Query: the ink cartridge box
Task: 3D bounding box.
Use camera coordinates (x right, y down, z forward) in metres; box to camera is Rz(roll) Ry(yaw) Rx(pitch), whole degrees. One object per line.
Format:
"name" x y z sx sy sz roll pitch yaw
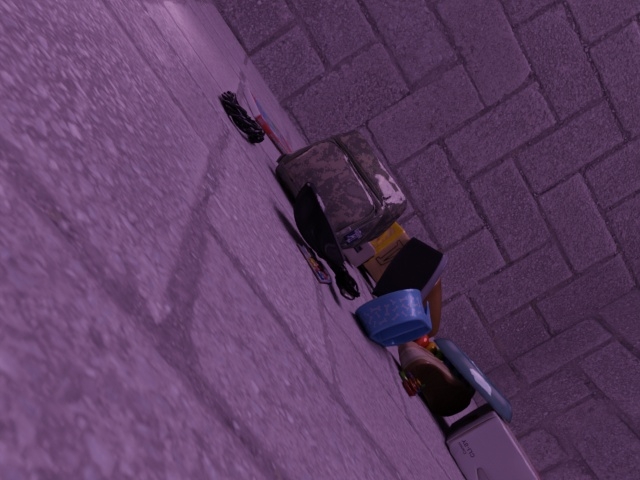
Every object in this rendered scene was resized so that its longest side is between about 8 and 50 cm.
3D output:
"ink cartridge box" 0.501 0.628 1.811 0.279 0.161 0.385 59 7 14

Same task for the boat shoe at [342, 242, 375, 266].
"boat shoe" 0.068 -0.044 2.038 0.158 0.127 0.340 54 -4 30

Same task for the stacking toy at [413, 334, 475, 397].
"stacking toy" 0.344 0.376 2.026 0.330 0.141 0.141 53 7 -4

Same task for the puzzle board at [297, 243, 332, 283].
"puzzle board" -0.010 0.052 1.414 0.096 0.011 0.128 59 6 10

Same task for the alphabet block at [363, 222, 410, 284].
"alphabet block" 0.236 0.042 2.378 0.197 0.193 0.192 53 -2 -38

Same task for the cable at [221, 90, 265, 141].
"cable" -0.194 -0.316 1.618 0.150 0.047 0.184 57 7 -1

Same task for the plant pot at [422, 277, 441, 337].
"plant pot" 0.385 0.261 2.546 0.237 0.237 0.254 -107 178 -66

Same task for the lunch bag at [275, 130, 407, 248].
"lunch bag" 0.045 -0.122 1.730 0.305 0.256 0.212 58 -38 14

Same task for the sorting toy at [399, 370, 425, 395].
"sorting toy" 0.236 0.362 1.635 0.061 0.042 0.102 56 6 -12

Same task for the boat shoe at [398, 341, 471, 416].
"boat shoe" 0.325 0.389 1.815 0.341 0.122 0.110 50 11 -41

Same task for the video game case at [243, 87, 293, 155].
"video game case" -0.163 -0.374 2.209 0.285 0.025 0.204 52 9 -40

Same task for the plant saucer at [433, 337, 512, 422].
"plant saucer" 0.458 0.401 1.893 0.317 0.044 0.317 47 4 -4

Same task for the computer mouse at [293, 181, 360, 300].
"computer mouse" 0.000 0.000 1.429 0.188 0.072 0.272 -115 -178 -63

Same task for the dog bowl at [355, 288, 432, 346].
"dog bowl" 0.193 0.201 1.601 0.297 0.166 0.074 42 28 -66

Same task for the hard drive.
"hard drive" 0.309 0.116 2.200 0.172 0.254 0.054 32 -15 20
